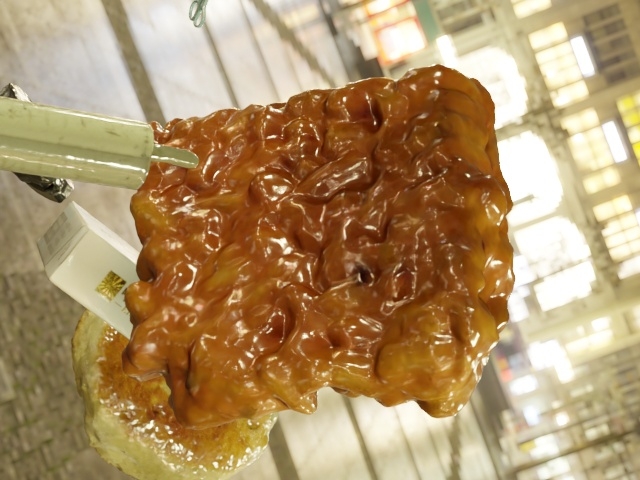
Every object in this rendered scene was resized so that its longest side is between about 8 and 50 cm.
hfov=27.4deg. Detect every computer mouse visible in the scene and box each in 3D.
[{"bbox_3d":[-0.297,-0.092,1.317,0.172,0.057,0.099,57,-3,47],"label":"computer mouse"}]

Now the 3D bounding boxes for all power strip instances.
[{"bbox_3d":[-0.181,-0.057,0.632,0.092,0.268,0.034,16,-83,61],"label":"power strip"}]

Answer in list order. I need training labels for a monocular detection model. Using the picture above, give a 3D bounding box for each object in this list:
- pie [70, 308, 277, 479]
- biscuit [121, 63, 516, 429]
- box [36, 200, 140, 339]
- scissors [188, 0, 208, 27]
[{"bbox_3d":[-0.165,0.168,1.651,0.315,0.092,0.315,7,80,-41],"label":"pie"},{"bbox_3d":[-0.003,0.003,1.044,0.110,0.312,0.318,62,22,-54],"label":"biscuit"},{"bbox_3d":[-0.208,0.041,1.348,0.155,0.067,0.243,38,-3,-15],"label":"box"},{"bbox_3d":[-0.117,-0.261,1.372,0.006,0.083,0.036,9,36,-34],"label":"scissors"}]
